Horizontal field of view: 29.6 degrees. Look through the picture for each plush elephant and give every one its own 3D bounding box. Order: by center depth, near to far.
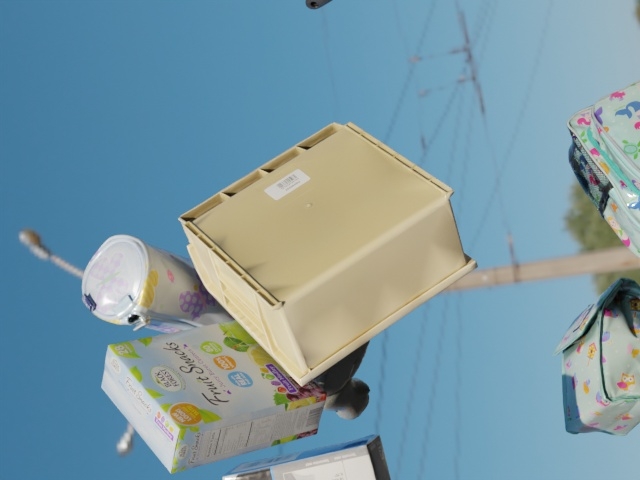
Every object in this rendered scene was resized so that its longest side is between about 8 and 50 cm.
[{"bbox_3d":[-0.056,0.141,1.928,0.330,0.255,0.272,-10,-55,-55],"label":"plush elephant"}]

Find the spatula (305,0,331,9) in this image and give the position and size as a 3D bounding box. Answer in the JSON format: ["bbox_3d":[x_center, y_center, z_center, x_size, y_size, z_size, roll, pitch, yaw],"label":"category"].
[{"bbox_3d":[0.085,-0.455,1.963,0.084,0.296,0.030,36,-141,-33],"label":"spatula"}]

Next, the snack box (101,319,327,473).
[{"bbox_3d":[-0.126,0.177,1.430,0.207,0.174,0.070,-11,-55,-37],"label":"snack box"}]

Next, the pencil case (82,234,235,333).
[{"bbox_3d":[-0.188,0.077,1.616,0.124,0.113,0.273,46,-167,34],"label":"pencil case"}]

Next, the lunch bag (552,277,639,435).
[{"bbox_3d":[0.555,0.222,2.337,0.223,0.160,0.262,111,161,-64],"label":"lunch bag"}]

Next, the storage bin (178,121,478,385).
[{"bbox_3d":[0.000,0.000,1.473,0.260,0.262,0.123,39,156,47],"label":"storage bin"}]

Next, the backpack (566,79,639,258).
[{"bbox_3d":[0.471,-0.099,1.599,0.191,0.225,0.253,73,172,-67],"label":"backpack"}]

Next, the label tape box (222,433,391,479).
[{"bbox_3d":[0.011,0.493,1.879,0.106,0.240,0.334,-3,-102,-78],"label":"label tape box"}]
